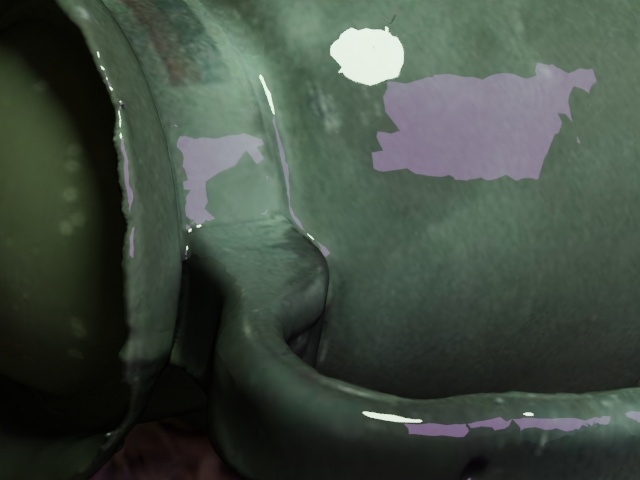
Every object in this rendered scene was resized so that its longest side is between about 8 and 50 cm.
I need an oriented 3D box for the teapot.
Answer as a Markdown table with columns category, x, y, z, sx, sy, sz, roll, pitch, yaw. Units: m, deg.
| category | x | y | z | sx | sy | sz | roll | pitch | yaw |
| --- | --- | --- | --- | --- | --- | --- | --- | --- | --- |
| teapot | -0.011 | 0.011 | 0.551 | 0.285 | 0.223 | 0.305 | -8 | 56 | -34 |
